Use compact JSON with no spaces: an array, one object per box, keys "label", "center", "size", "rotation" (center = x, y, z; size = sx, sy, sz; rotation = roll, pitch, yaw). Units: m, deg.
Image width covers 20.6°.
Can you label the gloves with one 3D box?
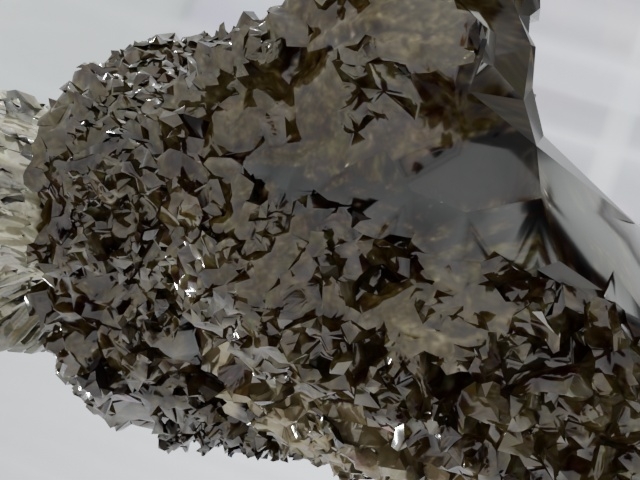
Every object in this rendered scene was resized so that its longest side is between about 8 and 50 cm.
[{"label":"gloves","center":[-0.004,0.004,0.527],"size":[0.135,0.312,0.210],"rotation":[-62,-31,-18]}]
